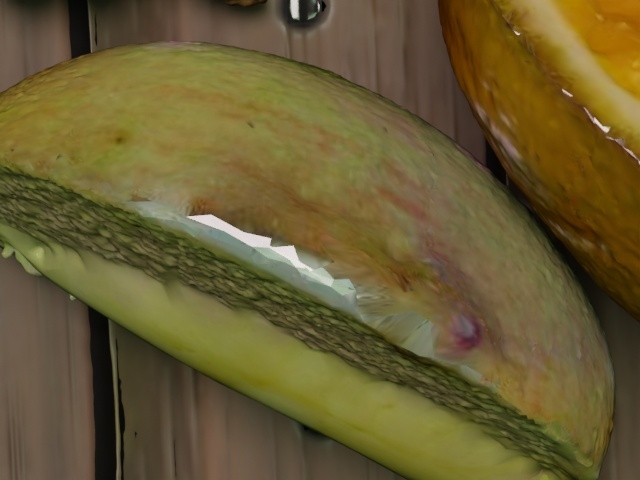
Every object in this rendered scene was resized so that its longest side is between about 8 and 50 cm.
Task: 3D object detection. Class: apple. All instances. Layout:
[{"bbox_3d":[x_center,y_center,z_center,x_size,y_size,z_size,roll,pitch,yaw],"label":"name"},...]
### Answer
[{"bbox_3d":[0.000,0.000,0.507,0.265,0.193,0.120,25,79,0],"label":"apple"}]

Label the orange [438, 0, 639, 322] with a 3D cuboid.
[{"bbox_3d":[0.185,-0.067,0.479,0.310,0.274,0.274,39,88,-23],"label":"orange"}]

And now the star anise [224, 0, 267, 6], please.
[{"bbox_3d":[-0.094,-0.128,0.533,0.190,0.070,0.097,-2,134,-15],"label":"star anise"}]
